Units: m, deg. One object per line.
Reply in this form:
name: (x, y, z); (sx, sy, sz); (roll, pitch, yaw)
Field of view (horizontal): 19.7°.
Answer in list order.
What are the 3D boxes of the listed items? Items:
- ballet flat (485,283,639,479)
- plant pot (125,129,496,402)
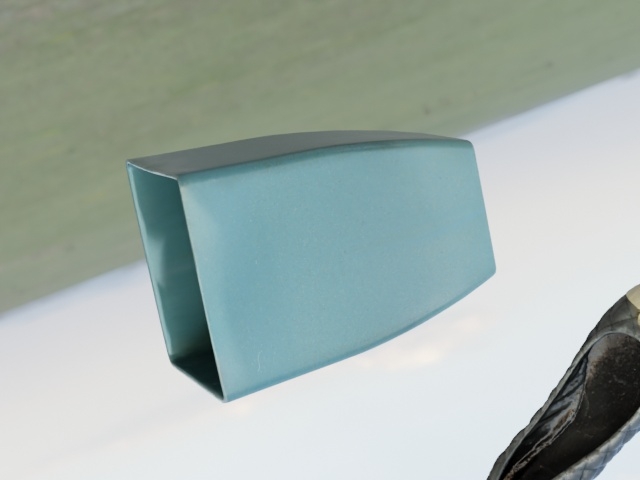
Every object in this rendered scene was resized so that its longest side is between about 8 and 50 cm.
ballet flat: (0.153, 0.096, 1.037); (0.173, 0.057, 0.049); (-56, 160, 6)
plant pot: (0.000, 0.000, 1.374); (0.234, 0.165, 0.165); (-14, -169, -16)
